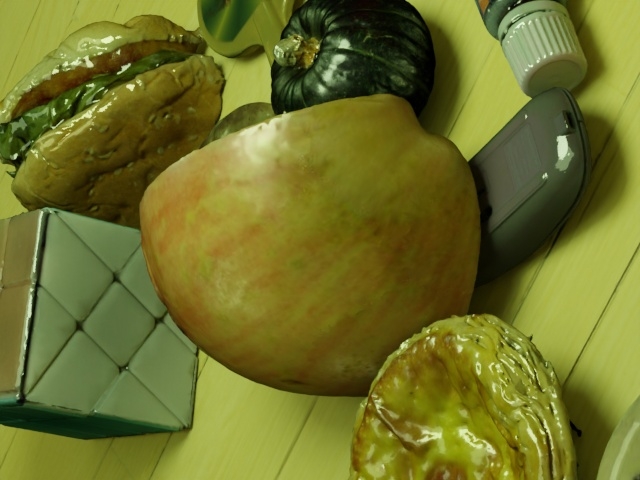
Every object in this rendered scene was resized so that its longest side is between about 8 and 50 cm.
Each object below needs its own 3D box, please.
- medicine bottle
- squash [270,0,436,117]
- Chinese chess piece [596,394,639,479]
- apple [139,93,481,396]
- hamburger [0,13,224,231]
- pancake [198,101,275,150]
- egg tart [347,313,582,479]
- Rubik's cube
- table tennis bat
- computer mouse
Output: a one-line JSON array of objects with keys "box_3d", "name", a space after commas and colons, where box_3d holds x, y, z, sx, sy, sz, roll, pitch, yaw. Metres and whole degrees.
[{"box_3d": [0.189, -0.226, 1.792, 0.083, 0.083, 0.203, -45, 48, 34], "name": "medicine bottle"}, {"box_3d": [0.031, -0.171, 1.921, 0.193, 0.156, 0.193, -45, 13, 13], "name": "squash"}, {"box_3d": [0.326, 0.211, 1.455, 0.257, 0.104, 0.257, -19, 65, 48], "name": "Chinese chess piece"}, {"box_3d": [0.000, 0.000, 1.821, 0.252, 0.314, 0.309, -53, 11, -28], "name": "apple"}, {"box_3d": [-0.280, -0.119, 2.261, 0.330, 0.209, 0.162, -52, 43, 31], "name": "hamburger"}, {"box_3d": [-0.072, -0.034, 2.081, 0.250, 0.031, 0.250, -18, 63, 39], "name": "pancake"}, {"box_3d": [0.139, 0.213, 1.686, 0.295, 0.116, 0.295, -16, 68, 45], "name": "egg tart"}, {"box_3d": [-0.291, 0.101, 2.183, 0.224, 0.231, 0.221, -11, 69, 52], "name": "Rubik's cube"}, {"box_3d": [-0.061, -0.271, 2.167, 0.198, 0.050, 0.321, -50, 39, 27], "name": "table tennis bat"}, {"box_3d": [0.178, -0.046, 1.764, 0.232, 0.057, 0.120, -47, 47, 44], "name": "computer mouse"}]
